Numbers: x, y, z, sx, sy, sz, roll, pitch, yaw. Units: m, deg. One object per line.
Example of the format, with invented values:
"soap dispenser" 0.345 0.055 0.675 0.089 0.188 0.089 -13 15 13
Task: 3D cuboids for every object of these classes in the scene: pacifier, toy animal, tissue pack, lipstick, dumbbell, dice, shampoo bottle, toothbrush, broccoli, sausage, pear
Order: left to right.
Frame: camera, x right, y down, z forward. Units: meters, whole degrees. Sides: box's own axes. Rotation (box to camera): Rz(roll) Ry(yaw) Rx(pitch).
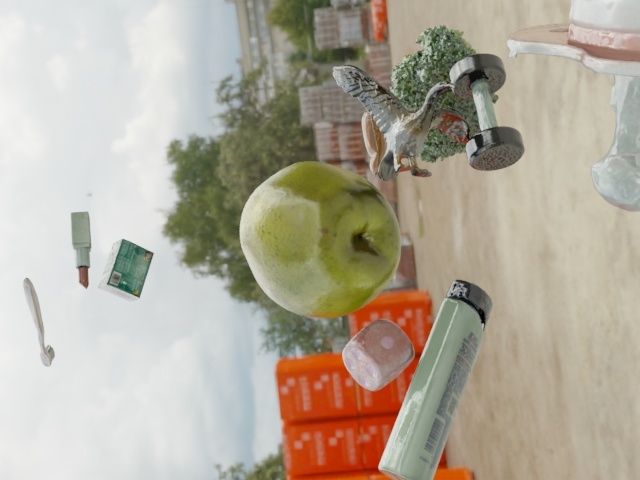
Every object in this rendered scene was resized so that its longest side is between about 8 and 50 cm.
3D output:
"toothbrush" -0.584 0.171 1.628 0.307 0.025 0.030 100 -171 -48
"lipstick" -0.385 0.018 1.265 0.030 0.030 0.129 117 146 -65
"tissue pack" -0.425 0.067 1.692 0.085 0.079 0.111 29 -120 -32
"pear" 0.000 0.000 1.360 0.294 0.294 0.294 -6 -90 -87
"sausage" 0.141 -0.257 2.012 0.062 0.054 0.183 129 133 -73
"dice" 0.101 0.198 1.361 0.093 0.094 0.091 49 145 18
"toy animal" 0.161 -0.178 1.249 0.197 0.272 0.160 -5 72 64
"shampoo bottle" 0.211 0.251 1.366 0.134 0.078 0.360 46 -119 -46
"broccoli" 0.270 -0.316 1.738 0.288 0.235 0.260 -59 -9 19
"dumbbell" 0.289 -0.224 1.368 0.100 0.100 0.191 76 -173 -66
"pacifier" 0.342 -0.182 0.820 0.273 0.220 0.332 -58 26 8
